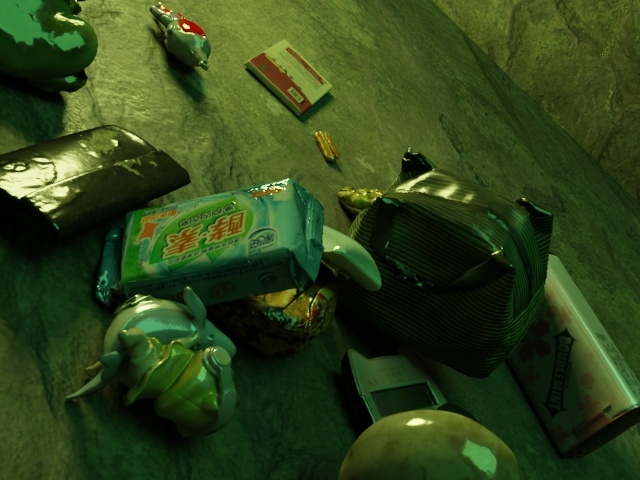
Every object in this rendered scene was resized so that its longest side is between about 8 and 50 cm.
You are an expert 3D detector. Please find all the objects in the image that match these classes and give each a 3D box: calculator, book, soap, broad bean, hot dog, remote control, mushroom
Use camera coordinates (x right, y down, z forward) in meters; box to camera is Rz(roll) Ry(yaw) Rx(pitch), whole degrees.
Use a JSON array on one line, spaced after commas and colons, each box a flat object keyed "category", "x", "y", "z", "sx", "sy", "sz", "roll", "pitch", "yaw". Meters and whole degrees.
[{"category": "calculator", "x": 0.149, "y": 0.308, "z": 1.228, "sx": 0.220, "sy": 0.048, "sz": 0.329, "roll": 5, "pitch": 50, "yaw": -51}, {"category": "book", "x": -0.066, "y": -0.366, "z": 1.841, "sx": 0.162, "sy": 0.022, "sz": 0.232, "roll": 44, "pitch": 29, "yaw": -5}, {"category": "soap", "x": -0.141, "y": 0.011, "z": 1.058, "sx": 0.156, "sy": 0.293, "sz": 0.077, "roll": -94, "pitch": 169, "yaw": -47}, {"category": "broad bean", "x": -0.435, "y": -0.308, "z": 1.208, "sx": 0.228, "sy": 0.100, "sz": 0.169, "roll": 47, "pitch": 51, "yaw": -15}, {"category": "hot dog", "x": 0.011, "y": -0.196, "z": 1.722, "sx": 0.037, "sy": 0.021, "sz": 0.083, "roll": -4, "pitch": 54, "yaw": -27}, {"category": "remote control", "x": -0.001, "y": 0.001, "z": 1.281, "sx": 0.103, "sy": 0.051, "sz": 0.293, "roll": 40, "pitch": -6, "yaw": -29}, {"category": "mushroom", "x": 0.149, "y": 0.311, "z": 1.034, "sx": 0.243, "sy": 0.243, "sz": 0.243, "roll": 31, "pitch": 32, "yaw": -22}]

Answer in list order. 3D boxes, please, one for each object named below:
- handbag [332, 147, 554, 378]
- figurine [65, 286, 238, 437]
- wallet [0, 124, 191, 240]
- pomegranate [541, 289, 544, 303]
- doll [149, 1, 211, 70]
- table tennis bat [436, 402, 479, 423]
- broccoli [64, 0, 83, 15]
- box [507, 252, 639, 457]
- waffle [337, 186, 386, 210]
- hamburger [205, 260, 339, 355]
[{"category": "handbag", "x": 0.198, "y": 0.027, "z": 1.323, "sx": 0.341, "sy": 0.240, "sz": 0.247, "roll": 27, "pitch": 46, "yaw": 15}, {"category": "figurine", "x": -0.180, "y": 0.145, "z": 0.948, "sx": 0.208, "sy": 0.128, "sz": 0.184, "roll": -11, "pitch": 62, "yaw": -46}, {"category": "wallet", "x": -0.318, "y": -0.092, "z": 1.114, "sx": 0.170, "sy": 0.044, "sz": 0.321, "roll": 29, "pitch": 27, "yaw": 12}, {"category": "pomegranate", "x": 0.309, "y": 0.077, "z": 1.547, "sx": 0.233, "sy": 0.233, "sz": 0.233, "roll": 31, "pitch": 32, "yaw": -22}, {"category": "doll", "x": -0.259, "y": -0.385, "z": 1.569, "sx": 0.102, "sy": 0.075, "sz": 0.227, "roll": 23, "pitch": 25, "yaw": -49}, {"category": "table tennis bat", "x": 0.221, "y": 0.346, "z": 1.215, "sx": 0.138, "sy": 0.022, "sz": 0.246, "roll": 35, "pitch": 33, "yaw": -24}, {"category": "broccoli", "x": -0.477, "y": -0.537, "z": 1.275, "sx": 0.348, "sy": 0.281, "sz": 0.293, "roll": 16, "pitch": 52, "yaw": -43}, {"category": "box", "x": 0.460, "y": 0.210, "z": 1.595, "sx": 0.112, "sy": 0.190, "sz": 0.369, "roll": 14, "pitch": 42, "yaw": -43}, {"category": "waffle", "x": 0.171, "y": -0.069, "z": 1.619, "sx": 0.291, "sy": 0.051, "sz": 0.291, "roll": 6, "pitch": 4, "yaw": 0}, {"category": "hamburger", "x": -0.083, "y": 0.065, "z": 1.187, "sx": 0.231, "sy": 0.107, "sz": 0.231, "roll": 27, "pitch": 35, "yaw": -21}]
